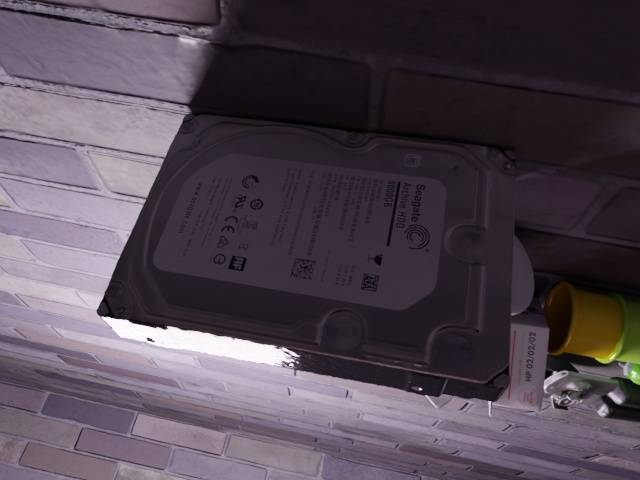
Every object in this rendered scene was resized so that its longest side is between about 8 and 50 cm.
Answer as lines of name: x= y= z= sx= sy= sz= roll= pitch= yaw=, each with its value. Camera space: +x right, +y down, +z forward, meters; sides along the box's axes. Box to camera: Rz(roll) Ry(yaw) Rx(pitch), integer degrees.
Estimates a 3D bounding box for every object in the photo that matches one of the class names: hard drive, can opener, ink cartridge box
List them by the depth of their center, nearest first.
hard drive: x=0.000 y=0.000 z=0.496 sx=0.338 sy=0.237 sz=0.064 roll=9 pitch=150 yaw=9
ink cartridge box: x=0.245 y=0.140 z=0.671 sx=0.061 sy=0.104 sz=0.181 roll=4 pitch=-171 yaw=17
can opener: x=0.475 y=0.236 z=0.879 sx=0.283 sy=0.095 sz=0.076 roll=12 pitch=130 yaw=-16

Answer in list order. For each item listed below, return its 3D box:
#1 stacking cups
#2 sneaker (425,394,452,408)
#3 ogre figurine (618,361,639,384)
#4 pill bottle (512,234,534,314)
stacking cups: x=0.449 y=0.132 z=0.674 sx=0.316 sy=0.096 sz=0.096 roll=13 pitch=150 yaw=1
sneaker: x=0.194 y=0.167 z=0.800 sx=0.106 sy=0.123 sz=0.290 roll=49 pitch=-177 yaw=7
ogre figurine: x=0.510 y=0.208 z=0.742 sx=0.118 sy=0.197 sz=0.097 roll=22 pitch=108 yaw=-27
pill bottle: x=0.123 y=0.066 z=0.653 sx=0.136 sy=0.136 sz=0.245 roll=29 pitch=147 yaw=-24
